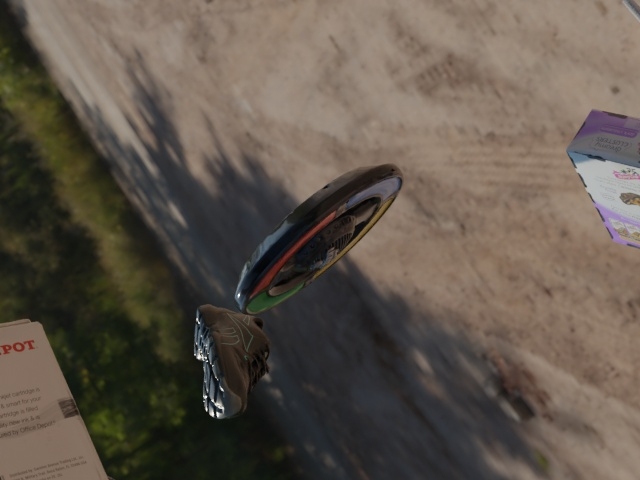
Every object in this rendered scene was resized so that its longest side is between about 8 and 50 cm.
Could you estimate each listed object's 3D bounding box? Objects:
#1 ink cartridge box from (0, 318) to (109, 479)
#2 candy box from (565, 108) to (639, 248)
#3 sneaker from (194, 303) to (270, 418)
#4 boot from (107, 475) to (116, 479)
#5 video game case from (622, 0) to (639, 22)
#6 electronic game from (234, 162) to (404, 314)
[{"bbox_3d":[-0.290,0.193,1.042,0.092,0.160,0.219,-46,64,39],"label":"ink cartridge box"},{"bbox_3d":[0.404,-0.058,1.419,0.165,0.070,0.196,20,159,41],"label":"candy box"},{"bbox_3d":[-0.117,0.162,1.679,0.267,0.106,0.101,-112,29,-64],"label":"sneaker"},{"bbox_3d":[-0.279,0.290,1.289,0.082,0.106,0.219,27,179,-40],"label":"boot"},{"bbox_3d":[0.475,-0.271,1.641,0.119,0.015,0.166,43,-162,-18],"label":"video game case"},{"bbox_3d":[0.000,0.000,1.277,0.048,0.229,0.229,49,168,12],"label":"electronic game"}]
